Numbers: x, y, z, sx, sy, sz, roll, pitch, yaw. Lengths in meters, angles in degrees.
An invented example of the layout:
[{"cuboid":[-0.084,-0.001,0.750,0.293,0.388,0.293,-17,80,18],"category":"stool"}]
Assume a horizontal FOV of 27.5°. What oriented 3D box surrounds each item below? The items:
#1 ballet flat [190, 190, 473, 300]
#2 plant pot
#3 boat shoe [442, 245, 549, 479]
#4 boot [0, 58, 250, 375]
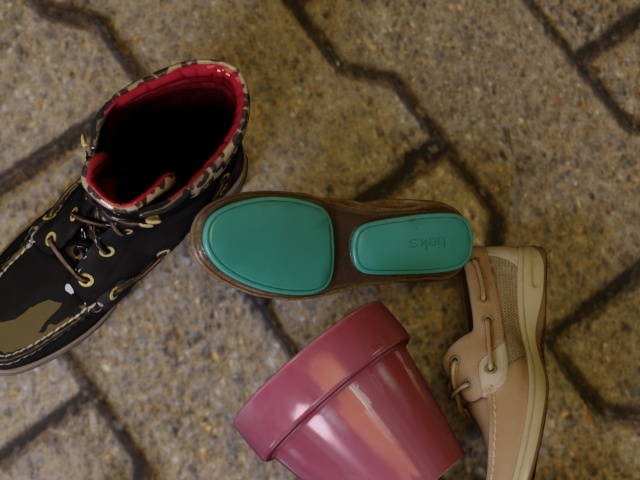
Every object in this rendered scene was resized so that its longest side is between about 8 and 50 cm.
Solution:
[{"cuboid":[0.000,0.000,1.409,0.342,0.124,0.116,-4,95,-29],"category":"ballet flat"},{"cuboid":[0.043,0.193,1.347,0.201,0.201,0.180,-38,79,-15],"category":"plant pot"},{"cuboid":[0.184,0.150,1.406,0.110,0.122,0.341,5,49,5],"category":"boat shoe"},{"cuboid":[-0.215,-0.024,1.319,0.377,0.284,0.138,-38,85,-15],"category":"boot"}]
